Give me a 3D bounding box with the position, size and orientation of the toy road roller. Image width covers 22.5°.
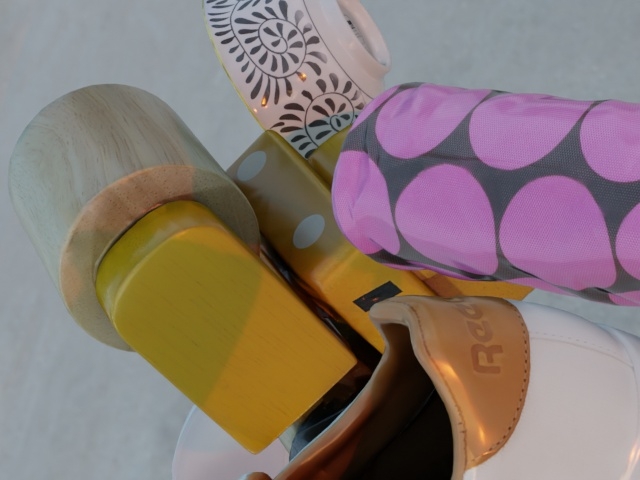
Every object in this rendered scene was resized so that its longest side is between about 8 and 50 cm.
[{"bbox_3d":[0.000,0.000,0.975,0.240,0.329,0.202,-45,35,2],"label":"toy road roller"}]

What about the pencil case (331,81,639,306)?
[{"bbox_3d":[0.107,-0.012,0.627,0.209,0.098,0.095,14,95,44],"label":"pencil case"}]

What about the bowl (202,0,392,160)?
[{"bbox_3d":[-0.002,-0.132,1.144,0.080,0.170,0.170,-32,38,20],"label":"bowl"}]

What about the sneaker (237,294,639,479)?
[{"bbox_3d":[-0.006,0.142,0.503,0.290,0.123,0.106,-65,31,10],"label":"sneaker"}]

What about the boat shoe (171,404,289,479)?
[{"bbox_3d":[-0.072,0.218,1.344,0.088,0.096,0.267,-91,1,-66],"label":"boat shoe"}]
